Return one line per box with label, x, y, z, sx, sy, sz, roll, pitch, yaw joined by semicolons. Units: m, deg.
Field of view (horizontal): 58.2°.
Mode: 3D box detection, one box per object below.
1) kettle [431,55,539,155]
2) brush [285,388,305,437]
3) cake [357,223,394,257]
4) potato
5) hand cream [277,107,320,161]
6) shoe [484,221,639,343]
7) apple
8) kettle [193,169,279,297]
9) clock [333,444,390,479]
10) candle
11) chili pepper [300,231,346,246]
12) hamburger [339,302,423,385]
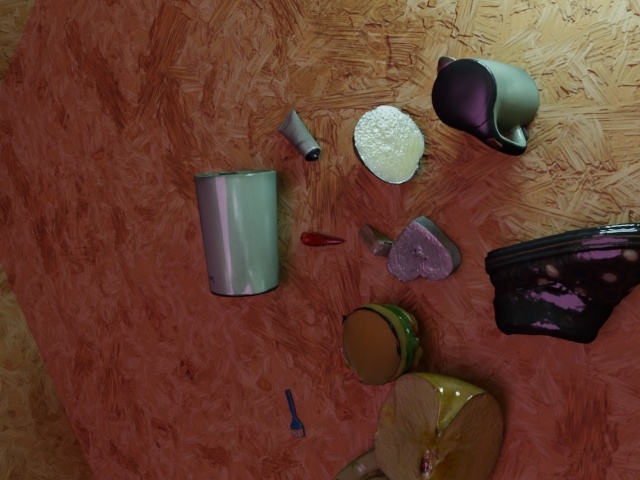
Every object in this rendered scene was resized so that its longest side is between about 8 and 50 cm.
kettle;0.371;-0.289;1.251;0.165;0.255;0.240;-35;76;34
brush;-0.090;0.572;1.899;0.051;0.014;0.164;-18;85;37
cake;0.144;-0.004;1.601;0.121;0.065;0.052;40;117;34
potato;0.166;-0.236;1.505;0.202;0.182;0.117;51;164;-1
hand cream;-0.060;-0.305;1.718;0.087;0.054;0.186;-51;60;27
shoe;0.546;0.101;1.224;0.384;0.171;0.236;-17;80;40
apple;0.294;0.481;1.434;0.314;0.252;0.308;16;95;14
kettle;-0.277;-0.032;1.833;0.361;0.250;0.376;11;108;58
clock;0.218;0.753;1.620;0.348;0.117;0.286;54;125;18
candle;0.264;0.023;1.501;0.192;0.068;0.168;-2;99;37
chili pepper;0.000;0.000;1.730;0.178;0.027;0.045;7;101;35
hamburger;0.179;0.277;1.558;0.237;0.149;0.236;5;97;47
